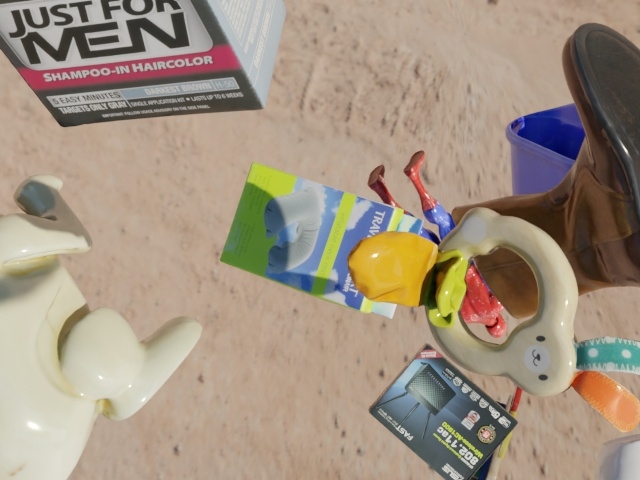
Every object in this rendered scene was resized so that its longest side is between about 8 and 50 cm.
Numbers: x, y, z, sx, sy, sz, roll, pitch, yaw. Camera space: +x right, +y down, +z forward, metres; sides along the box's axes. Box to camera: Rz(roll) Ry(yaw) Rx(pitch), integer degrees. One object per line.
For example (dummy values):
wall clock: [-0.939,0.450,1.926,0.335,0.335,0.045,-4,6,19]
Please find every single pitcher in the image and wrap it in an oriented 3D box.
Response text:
pitcher: [0.480,0.373,1.453,0.178,0.125,0.207,-19,81,37]

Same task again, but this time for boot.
boot: [0.236,-0.057,1.042,0.096,0.280,0.264,-41,102,-31]

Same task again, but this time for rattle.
rattle: [0.137,0.060,0.759,0.130,0.143,0.199,-43,61,8]

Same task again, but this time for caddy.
caddy: [0.388,-0.097,1.369,0.241,0.341,0.179,-9,111,-19]

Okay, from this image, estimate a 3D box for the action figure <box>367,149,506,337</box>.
action figure: [0.176,-0.003,1.343,0.091,0.139,0.280,-17,116,34]

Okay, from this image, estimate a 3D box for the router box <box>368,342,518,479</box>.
router box: [0.122,0.176,1.052,0.122,0.038,0.092,40,91,7]

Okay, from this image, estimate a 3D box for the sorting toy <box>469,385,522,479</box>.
sorting toy: [0.232,0.295,1.480,0.046,0.132,0.274,17,146,9]

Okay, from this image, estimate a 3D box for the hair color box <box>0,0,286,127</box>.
hair color box: [-0.175,-0.240,0.705,0.185,0.113,0.374,-3,145,19]

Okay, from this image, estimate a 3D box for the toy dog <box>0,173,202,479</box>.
toy dog: [-0.414,0.086,1.174,0.284,0.395,0.408,-25,110,45]

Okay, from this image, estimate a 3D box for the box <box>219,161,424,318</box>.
box: [0.000,0.000,1.033,0.178,0.042,0.109,18,91,18]
